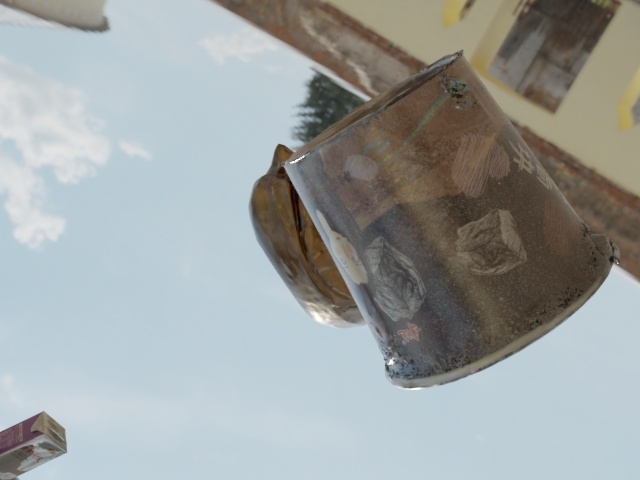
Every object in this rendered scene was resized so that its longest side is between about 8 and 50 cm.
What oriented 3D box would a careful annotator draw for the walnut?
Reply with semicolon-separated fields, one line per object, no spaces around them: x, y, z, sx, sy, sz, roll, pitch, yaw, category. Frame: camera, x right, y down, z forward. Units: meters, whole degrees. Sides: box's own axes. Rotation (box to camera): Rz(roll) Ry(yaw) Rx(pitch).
0.000;0.000;1.018;0.245;0.137;0.137;60;-172;-20;walnut

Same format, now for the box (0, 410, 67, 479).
-0.346;0.238;1.011;0.050;0.117;0.036;59;-173;-46;box

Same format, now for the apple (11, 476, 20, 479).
-0.492;0.411;1.067;0.305;0.338;0.338;47;-164;-8;apple

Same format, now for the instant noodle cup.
0.094;-0.023;0.734;0.207;0.217;0.217;57;-164;-8;instant noodle cup
